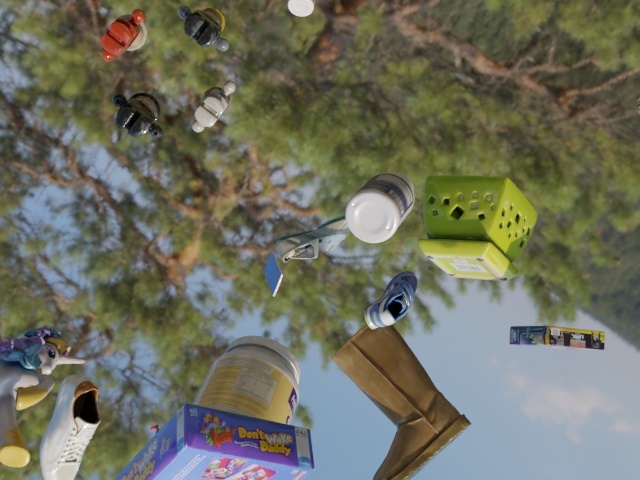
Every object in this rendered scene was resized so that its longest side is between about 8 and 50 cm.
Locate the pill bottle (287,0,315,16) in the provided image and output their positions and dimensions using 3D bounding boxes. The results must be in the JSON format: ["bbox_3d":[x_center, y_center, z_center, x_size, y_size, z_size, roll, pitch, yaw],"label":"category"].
[{"bbox_3d":[-0.043,-0.631,2.145,0.067,0.067,0.120,29,-130,-27],"label":"pill bottle"}]

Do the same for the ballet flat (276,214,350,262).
[{"bbox_3d":[0.000,0.000,1.825,0.072,0.213,0.068,1,-106,-59],"label":"ballet flat"}]

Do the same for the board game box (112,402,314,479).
[{"bbox_3d":[-0.202,0.413,1.444,0.233,0.347,0.078,19,-138,-28],"label":"board game box"}]

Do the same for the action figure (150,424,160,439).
[{"bbox_3d":[-0.344,0.432,1.813,0.038,0.030,0.115,60,169,-17],"label":"action figure"}]

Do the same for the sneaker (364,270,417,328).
[{"bbox_3d":[0.139,0.106,1.506,0.059,0.144,0.053,-16,114,49],"label":"sneaker"}]

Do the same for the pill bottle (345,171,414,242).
[{"bbox_3d":[0.111,-0.065,1.483,0.094,0.094,0.169,35,-153,5],"label":"pill bottle"}]

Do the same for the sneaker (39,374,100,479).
[{"bbox_3d":[-0.619,0.489,2.114,0.123,0.290,0.106,9,179,44],"label":"sneaker"}]

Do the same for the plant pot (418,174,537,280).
[{"bbox_3d":[0.383,-0.023,2.106,0.228,0.207,0.227,2,158,36],"label":"plant pot"}]

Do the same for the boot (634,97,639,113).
[{"bbox_3d":[0.632,-0.282,1.446,0.262,0.203,0.095,45,-159,-40],"label":"boot"}]

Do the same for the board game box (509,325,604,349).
[{"bbox_3d":[0.559,0.232,2.005,0.170,0.048,0.141,8,169,-25],"label":"board game box"}]

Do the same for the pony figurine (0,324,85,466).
[{"bbox_3d":[-0.628,0.239,1.525,0.351,0.302,0.363,14,-164,-8],"label":"pony figurine"}]

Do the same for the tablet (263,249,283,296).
[{"bbox_3d":[-0.090,0.062,1.622,0.006,0.054,0.083,10,-150,-24],"label":"tablet"}]

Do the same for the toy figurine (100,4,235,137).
[{"bbox_3d":[-0.250,-0.282,1.411,0.210,0.213,0.148,-8,-162,1],"label":"toy figurine"}]

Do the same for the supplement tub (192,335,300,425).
[{"bbox_3d":[-0.190,0.418,2.067,0.241,0.241,0.331,32,-140,-8],"label":"supplement tub"}]

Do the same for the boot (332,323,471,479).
[{"bbox_3d":[0.116,0.314,1.604,0.269,0.236,0.089,48,164,20],"label":"boot"}]
